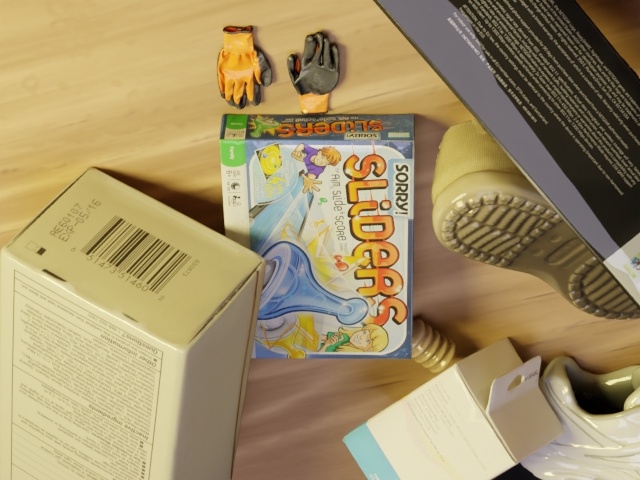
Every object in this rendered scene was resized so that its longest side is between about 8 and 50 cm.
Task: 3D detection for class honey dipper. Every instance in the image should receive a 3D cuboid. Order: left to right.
[{"bbox_3d":[0.036,0.050,1.448,0.161,0.030,0.030,34,128,-25],"label":"honey dipper"}]

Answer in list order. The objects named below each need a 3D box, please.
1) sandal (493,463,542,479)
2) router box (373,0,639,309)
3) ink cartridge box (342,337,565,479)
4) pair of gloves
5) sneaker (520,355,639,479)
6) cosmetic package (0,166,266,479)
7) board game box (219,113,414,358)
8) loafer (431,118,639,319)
[{"bbox_3d":[0.096,0.244,1.627,0.254,0.054,0.097,-22,131,23],"label":"sandal"},{"bbox_3d":[0.125,-0.095,1.083,0.081,0.243,0.309,-40,111,9],"label":"router box"},{"bbox_3d":[0.110,0.146,1.474,0.143,0.092,0.090,-36,82,34],"label":"ink cartridge box"},{"bbox_3d":[-0.029,-0.114,1.289,0.083,0.010,0.074,3,136,-2],"label":"pair of gloves"},{"bbox_3d":[0.270,0.155,1.486,0.232,0.090,0.115,14,127,6],"label":"sneaker"},{"bbox_3d":[-0.147,0.114,1.420,0.160,0.113,0.309,28,140,15],"label":"cosmetic package"},{"bbox_3d":[0.000,0.000,1.370,0.136,0.035,0.201,0,128,2],"label":"board game box"},{"bbox_3d":[0.180,-0.020,1.327,0.102,0.092,0.268,-32,143,33],"label":"loafer"}]
